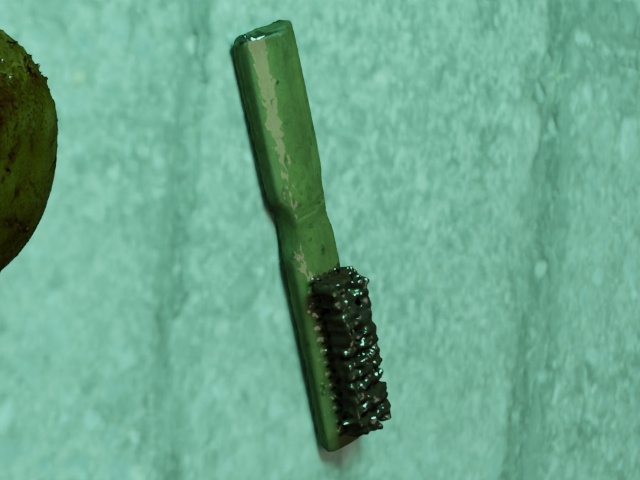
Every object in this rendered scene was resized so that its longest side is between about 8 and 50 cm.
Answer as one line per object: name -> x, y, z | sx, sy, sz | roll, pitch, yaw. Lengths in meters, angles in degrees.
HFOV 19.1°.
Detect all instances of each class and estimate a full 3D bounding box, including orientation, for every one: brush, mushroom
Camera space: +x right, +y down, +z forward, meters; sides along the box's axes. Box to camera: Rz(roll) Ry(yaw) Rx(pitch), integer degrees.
brush -> 0.000, 0.000, 1.053 | 0.043, 0.036, 0.248 | -33, 118, -48
mushroom -> -0.164, -0.037, 0.832 | 0.127, 0.087, 0.127 | 13, 90, -72
